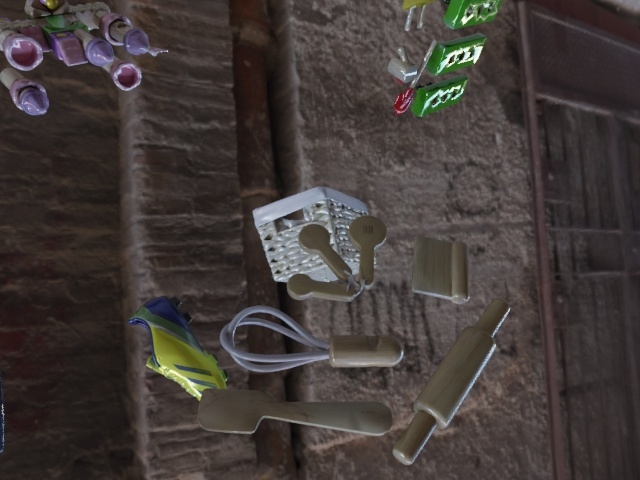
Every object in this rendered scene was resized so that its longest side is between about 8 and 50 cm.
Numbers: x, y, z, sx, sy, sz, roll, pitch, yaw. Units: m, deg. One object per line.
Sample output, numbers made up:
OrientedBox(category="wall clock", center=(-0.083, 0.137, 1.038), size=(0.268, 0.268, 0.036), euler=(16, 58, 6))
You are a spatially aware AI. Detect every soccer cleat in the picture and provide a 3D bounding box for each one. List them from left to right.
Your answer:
OrientedBox(category="soccer cleat", center=(-0.279, 0.248, 1.076), size=(0.121, 0.289, 0.093), euler=(-31, 172, -30))

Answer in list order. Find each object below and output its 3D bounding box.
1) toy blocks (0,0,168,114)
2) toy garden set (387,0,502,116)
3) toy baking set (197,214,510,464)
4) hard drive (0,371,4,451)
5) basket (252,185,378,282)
OrientedBox(category="toy blocks", center=(-0.505, -0.421, 1.082), size=(0.289, 0.308, 0.260), euler=(-26, -130, -34))
OrientedBox(category="toy garden set", center=(0.160, -0.286, 0.727), size=(0.204, 0.049, 0.244), euler=(-27, 147, -37))
OrientedBox(category="toy baking set", center=(0.031, 0.080, 0.440), size=(0.197, 0.256, 0.030), euler=(28, 149, 19))
OrientedBox(category="hard drive", center=(-0.653, 0.256, 0.948), size=(0.172, 0.254, 0.054), euler=(-7, 178, 15))
OrientedBox(category="basket", center=(0.000, 0.000, 0.746), size=(0.113, 0.103, 0.167), euler=(-18, 167, 22))
